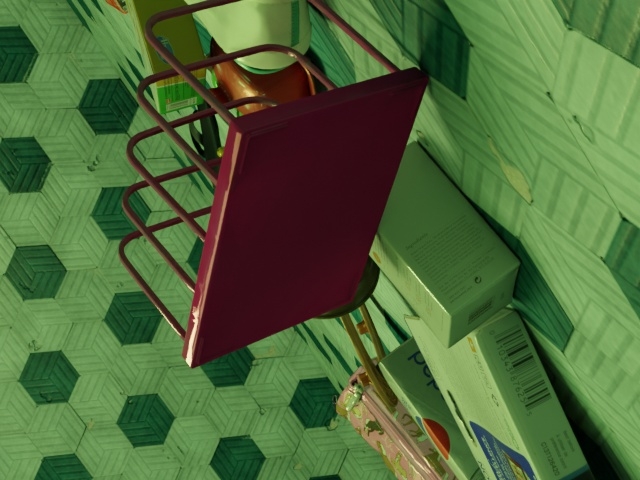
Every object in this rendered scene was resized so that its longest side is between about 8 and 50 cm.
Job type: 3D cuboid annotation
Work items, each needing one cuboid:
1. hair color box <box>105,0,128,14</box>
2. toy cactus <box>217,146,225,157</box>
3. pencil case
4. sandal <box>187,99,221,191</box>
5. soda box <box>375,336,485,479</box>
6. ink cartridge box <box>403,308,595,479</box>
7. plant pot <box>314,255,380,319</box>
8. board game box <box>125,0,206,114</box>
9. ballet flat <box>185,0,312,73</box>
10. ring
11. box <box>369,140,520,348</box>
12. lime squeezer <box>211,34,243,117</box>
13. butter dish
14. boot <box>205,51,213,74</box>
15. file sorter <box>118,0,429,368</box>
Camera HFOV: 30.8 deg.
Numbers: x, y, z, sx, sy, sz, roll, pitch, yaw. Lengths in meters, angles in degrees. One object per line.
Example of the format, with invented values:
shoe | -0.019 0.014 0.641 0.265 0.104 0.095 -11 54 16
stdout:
hair color box | -0.344 -0.445 2.054 0.043 0.072 0.141 59 171 -28
toy cactus | -0.098 -0.092 2.098 0.180 0.112 0.219 27 156 31
pencil case | 0.186 0.405 2.240 0.386 0.167 0.160 49 138 31
sandal | -0.224 -0.194 2.219 0.097 0.054 0.254 70 -174 -54
soda box | 0.207 0.275 1.769 0.286 0.098 0.091 54 172 7
ink cartridge box | 0.226 0.219 1.404 0.303 0.072 0.307 63 174 -6
plant pot | 0.000 0.000 1.654 0.167 0.167 0.165 50 163 29
board game box | -0.217 -0.334 1.443 0.242 0.064 0.316 152 101 -82
ballet flat | -0.143 -0.341 1.207 0.400 0.139 0.139 47 170 20
ring | 0.048 0.123 1.922 0.336 0.032 0.336 -24 -90 -84
box | 0.114 0.006 1.196 0.170 0.091 0.130 52 172 18
lime squeezer | -0.098 -0.216 1.712 0.110 0.059 0.310 -16 111 49
butter dish | -0.084 -0.197 1.402 0.160 0.118 0.160 51 172 18
boot | -0.142 -0.244 1.834 0.114 0.037 0.106 57 -175 2
file sorter | -0.066 -0.066 1.096 0.182 0.202 0.290 47 140 29
